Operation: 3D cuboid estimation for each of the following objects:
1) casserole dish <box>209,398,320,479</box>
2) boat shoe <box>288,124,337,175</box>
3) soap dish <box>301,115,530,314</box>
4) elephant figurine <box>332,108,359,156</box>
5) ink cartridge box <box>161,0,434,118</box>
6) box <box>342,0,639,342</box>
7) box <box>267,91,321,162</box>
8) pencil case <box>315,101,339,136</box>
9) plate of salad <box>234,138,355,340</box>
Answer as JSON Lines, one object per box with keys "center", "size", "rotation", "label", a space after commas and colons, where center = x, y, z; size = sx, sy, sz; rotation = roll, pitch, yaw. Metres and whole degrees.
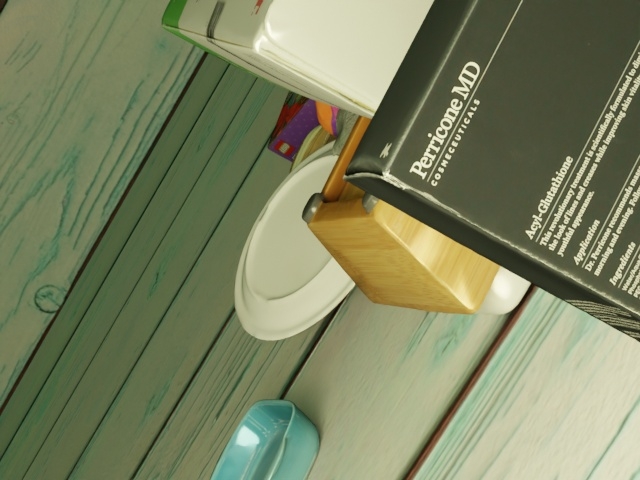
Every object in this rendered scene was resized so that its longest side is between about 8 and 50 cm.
{"center": [-0.047, 0.184, 1.399], "size": [0.114, 0.037, 0.188], "rotation": [-64, 11, -11], "label": "casserole dish"}
{"center": [0.010, -0.026, 1.596], "size": [0.072, 0.068, 0.190], "rotation": [-22, 52, 51], "label": "boat shoe"}
{"center": [0.107, -0.095, 1.187], "size": [0.291, 0.118, 0.229], "rotation": [-64, 12, -6], "label": "soap dish"}
{"center": [0.075, -0.145, 1.430], "size": [0.239, 0.186, 0.169], "rotation": [128, 131, -81], "label": "elephant figurine"}
{"center": [0.016, -0.200, 1.167], "size": [0.211, 0.121, 0.289], "rotation": [-62, 19, 2], "label": "ink cartridge box"}
{"center": [0.155, -0.102, 0.843], "size": [0.261, 0.184, 0.103], "rotation": [-62, 12, -4], "label": "box"}
{"center": [0.052, -0.227, 1.859], "size": [0.293, 0.057, 0.201], "rotation": [-46, 19, 52], "label": "box"}
{"center": [0.038, -0.203, 1.559], "size": [0.104, 0.104, 0.236], "rotation": [-76, -13, -49], "label": "pencil case"}
{"center": [0.000, 0.000, 1.502], "size": [0.200, 0.048, 0.200], "rotation": [-35, 36, 31], "label": "plate of salad"}
